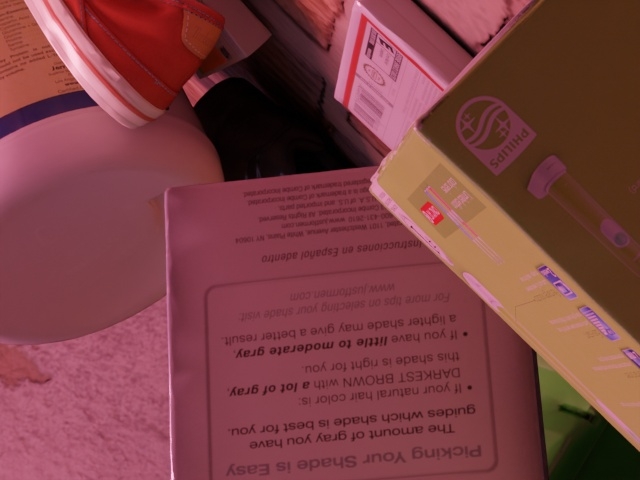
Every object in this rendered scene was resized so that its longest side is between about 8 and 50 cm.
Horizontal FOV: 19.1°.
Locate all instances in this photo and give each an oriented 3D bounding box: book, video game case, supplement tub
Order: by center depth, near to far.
[{"bbox_3d":[0.122,-0.018,1.073,0.285,0.025,0.204,44,171,5],"label":"video game case"},{"bbox_3d":[-0.089,-0.164,1.325,0.096,0.035,0.144,50,170,-10],"label":"book"},{"bbox_3d":[-0.224,-0.107,1.373,0.316,0.228,0.228,62,-179,32],"label":"supplement tub"}]

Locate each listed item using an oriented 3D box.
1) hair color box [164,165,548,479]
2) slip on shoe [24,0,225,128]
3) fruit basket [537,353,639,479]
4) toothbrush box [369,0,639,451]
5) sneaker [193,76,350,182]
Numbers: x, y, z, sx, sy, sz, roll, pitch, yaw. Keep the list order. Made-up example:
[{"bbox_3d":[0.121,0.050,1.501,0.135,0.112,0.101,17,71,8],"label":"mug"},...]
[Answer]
[{"bbox_3d":[0.026,0.153,0.964,0.113,0.185,0.374,67,-162,-67],"label":"hair color box"},{"bbox_3d":[-0.172,-0.227,1.228,0.331,0.101,0.123,56,-170,15],"label":"slip on shoe"},{"bbox_3d":[0.127,0.182,1.250,0.392,0.283,0.392,31,165,9],"label":"fruit basket"},{"bbox_3d":[0.165,0.026,0.752,0.283,0.122,0.206,45,175,2],"label":"toothbrush box"},{"bbox_3d":[0.000,0.000,1.462,0.130,0.109,0.286,27,163,44],"label":"sneaker"}]
